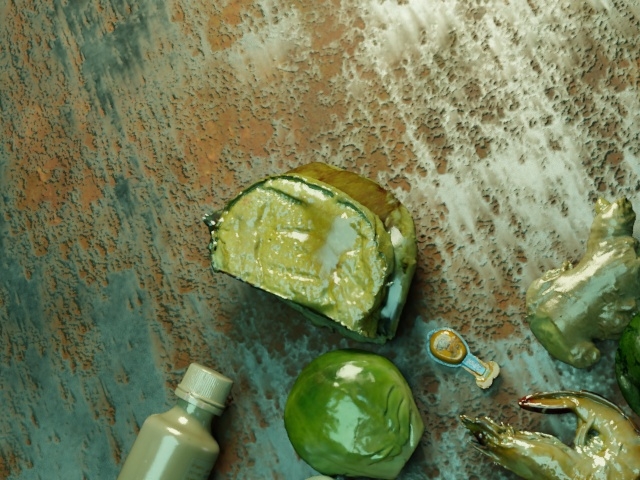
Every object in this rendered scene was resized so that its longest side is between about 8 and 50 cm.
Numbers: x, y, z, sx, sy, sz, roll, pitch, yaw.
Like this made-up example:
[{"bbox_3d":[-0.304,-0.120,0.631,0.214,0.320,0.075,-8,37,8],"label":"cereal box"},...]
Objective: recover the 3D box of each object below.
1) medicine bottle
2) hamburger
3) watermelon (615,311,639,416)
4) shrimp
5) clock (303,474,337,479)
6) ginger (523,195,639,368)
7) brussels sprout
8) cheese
[{"bbox_3d":[-0.200,0.291,1.792,0.114,0.114,0.252,23,86,25],"label":"medicine bottle"},{"bbox_3d":[0.000,0.000,1.775,0.309,0.132,0.211,24,86,25],"label":"hamburger"},{"bbox_3d":[0.415,0.121,1.609,0.181,0.092,0.075,-53,51,5],"label":"watermelon"},{"bbox_3d":[0.290,0.243,1.642,0.236,0.053,0.133,15,85,21],"label":"shrimp"},{"bbox_3d":[-0.025,0.466,1.591,0.265,0.109,0.324,-44,30,15],"label":"clock"},{"bbox_3d":[0.352,0.056,1.656,0.137,0.074,0.213,38,88,14],"label":"ginger"},{"bbox_3d":[0.046,0.222,1.696,0.181,0.144,0.161,21,48,5],"label":"brussels sprout"},{"bbox_3d":[0.184,0.152,1.727,0.111,0.017,0.047,33,93,25],"label":"cheese"}]
